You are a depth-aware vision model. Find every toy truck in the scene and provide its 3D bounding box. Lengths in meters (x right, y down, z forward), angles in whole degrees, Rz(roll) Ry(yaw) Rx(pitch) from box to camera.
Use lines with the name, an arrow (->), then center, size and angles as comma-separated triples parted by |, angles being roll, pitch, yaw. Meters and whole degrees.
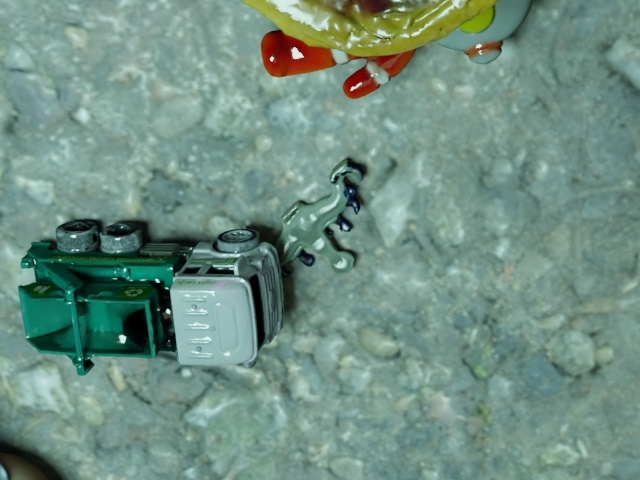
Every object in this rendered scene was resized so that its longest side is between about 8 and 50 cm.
toy truck -> -0.145, 0.055, 1.151 | 0.216, 0.116, 0.110 | 1, 112, 14

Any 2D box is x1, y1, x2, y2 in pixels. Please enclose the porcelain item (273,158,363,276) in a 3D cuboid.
porcelain item -> 0.000, 0.000, 1.184 | 0.136, 0.021, 0.075 | -41, 103, 16

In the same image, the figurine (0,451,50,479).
figurine -> -0.399, 0.148, 1.168 | 0.277, 0.248, 0.388 | -11, 100, 10

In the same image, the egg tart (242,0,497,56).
egg tart -> 0.038, -0.305, 0.979 | 0.340, 0.153, 0.351 | -20, 88, 12

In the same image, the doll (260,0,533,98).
doll -> 0.070, -0.187, 1.084 | 0.245, 0.076, 0.142 | -7, 101, 11
